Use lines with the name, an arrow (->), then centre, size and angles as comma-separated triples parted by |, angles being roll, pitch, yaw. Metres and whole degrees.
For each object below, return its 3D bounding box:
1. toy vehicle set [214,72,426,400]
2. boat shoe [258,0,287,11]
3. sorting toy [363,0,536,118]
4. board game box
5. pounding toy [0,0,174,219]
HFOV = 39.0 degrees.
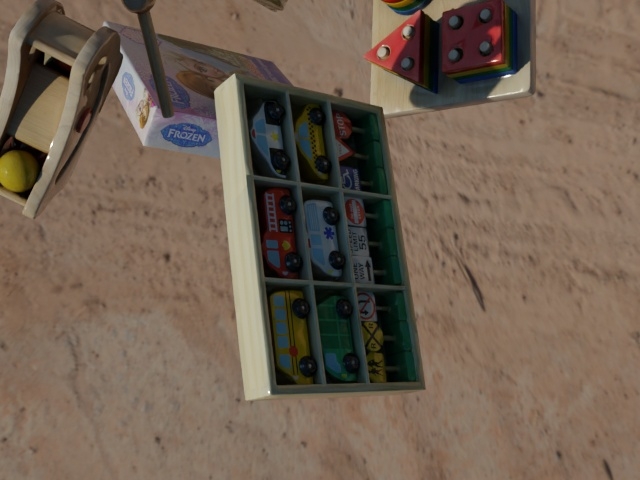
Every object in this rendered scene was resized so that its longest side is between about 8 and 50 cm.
toy vehicle set -> 0.000, 0.000, 0.772 | 0.166, 0.035, 0.267 | 4, 71, -38
boat shoe -> -0.082, -0.412, 1.444 | 0.080, 0.223, 0.073 | 24, 99, -7
sorting toy -> 0.173, -0.325, 1.309 | 0.255, 0.089, 0.257 | -4, 79, 34
board game box -> -0.165, -0.225, 1.432 | 0.318, 0.319, 0.066 | 7, 120, -33
pounding toy -> -0.236, -0.143, 0.918 | 0.155, 0.154, 0.269 | 26, 100, -6
